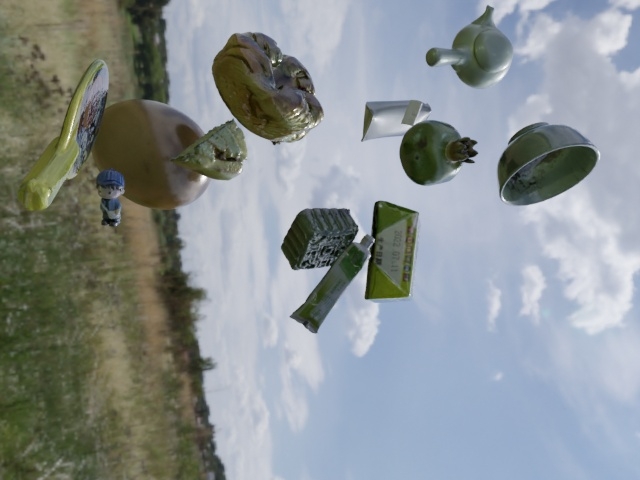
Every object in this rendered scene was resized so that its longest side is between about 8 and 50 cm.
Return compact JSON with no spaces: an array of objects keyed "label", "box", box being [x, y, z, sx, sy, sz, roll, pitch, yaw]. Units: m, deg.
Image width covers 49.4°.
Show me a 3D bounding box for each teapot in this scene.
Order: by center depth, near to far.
[{"label":"teapot","box":[0.471,-0.559,2.165,0.220,0.318,0.149,53,-20,-10]}]

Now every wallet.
[{"label":"wallet","box":[0.278,-0.387,2.116,0.011,0.044,0.083,40,70,-58]}]

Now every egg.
[{"label":"egg","box":[-0.491,-0.252,2.030,0.301,0.373,0.301,-62,-174,12]}]

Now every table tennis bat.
[{"label":"table tennis bat","box":[-0.440,-0.180,1.234,0.369,0.054,0.224,-83,-167,-50]}]

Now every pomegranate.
[{"label":"pomegranate","box":[0.323,-0.237,1.874,0.225,0.187,0.187,7,-75,52]}]

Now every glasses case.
[{"label":"glasses case","box":[0.235,-0.402,2.312,0.083,0.308,0.128,43,-53,31]}]

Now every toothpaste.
[{"label":"toothpaste","box":[0.034,0.089,1.510,0.248,0.078,0.047,-53,-160,4]}]

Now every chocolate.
[{"label":"chocolate","box":[0.222,0.048,2.094,0.301,0.137,0.289,32,65,-77]}]

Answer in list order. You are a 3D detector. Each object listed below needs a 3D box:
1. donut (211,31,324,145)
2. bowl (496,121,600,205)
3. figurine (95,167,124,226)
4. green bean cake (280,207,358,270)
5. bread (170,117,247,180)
[{"label":"donut","box":[-0.141,-0.427,1.955,0.170,0.360,0.360,-38,-130,29]},{"label":"bowl","box":[0.607,-0.232,1.932,0.289,0.289,0.146,107,-30,-59]},{"label":"figurine","box":[-0.514,-0.108,1.721,0.079,0.077,0.136,-59,153,-58]},{"label":"green bean cake","box":[0.000,0.000,1.930,0.094,0.181,0.173,62,-39,33]},{"label":"bread","box":[-0.222,-0.173,1.470,0.103,0.156,0.110,14,-43,57]}]
